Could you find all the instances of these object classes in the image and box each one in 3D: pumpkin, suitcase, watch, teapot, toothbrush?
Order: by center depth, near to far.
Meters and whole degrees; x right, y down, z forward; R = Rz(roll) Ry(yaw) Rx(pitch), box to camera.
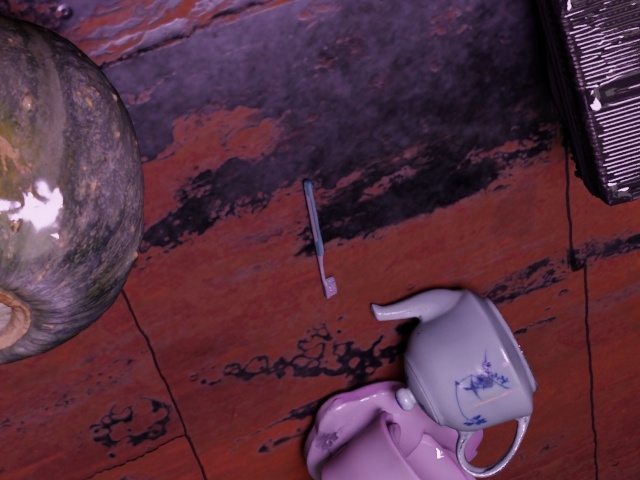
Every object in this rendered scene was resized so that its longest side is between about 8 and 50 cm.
[{"bbox_3d":[-0.309,-0.035,1.019,0.328,0.257,0.291,-2,141,-33],"label":"pumpkin"},{"bbox_3d":[0.379,-0.187,1.224,0.335,0.152,0.229,-18,105,0],"label":"suitcase"},{"bbox_3d":[0.000,0.000,1.369,0.014,0.011,0.167,-24,134,-13],"label":"toothbrush"},{"bbox_3d":[0.151,0.151,1.465,0.159,0.159,0.232,-28,92,-2],"label":"teapot"},{"bbox_3d":[0.099,0.299,1.527,0.211,0.217,0.248,-42,133,11],"label":"watch"}]
